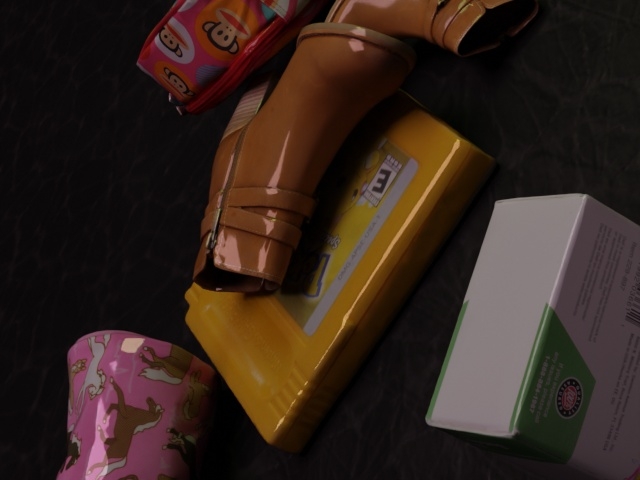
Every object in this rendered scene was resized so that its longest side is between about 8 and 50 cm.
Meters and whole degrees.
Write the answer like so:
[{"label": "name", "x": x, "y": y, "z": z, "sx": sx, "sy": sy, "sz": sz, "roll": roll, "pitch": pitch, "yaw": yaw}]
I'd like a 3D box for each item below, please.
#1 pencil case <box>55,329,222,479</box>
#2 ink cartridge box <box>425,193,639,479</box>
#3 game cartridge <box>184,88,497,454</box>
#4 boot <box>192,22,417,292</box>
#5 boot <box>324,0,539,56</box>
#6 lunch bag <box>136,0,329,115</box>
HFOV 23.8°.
[{"label": "pencil case", "x": -0.199, "y": 0.281, "z": 1.411, "sx": 0.160, "sy": 0.167, "sz": 0.386, "roll": 3, "pitch": 62, "yaw": 11}, {"label": "ink cartridge box", "x": 0.189, "y": 0.083, "z": 0.954, "sx": 0.093, "sy": 0.212, "sz": 0.154, "roll": -4, "pitch": 64, "yaw": 58}, {"label": "game cartridge", "x": 0.000, "y": 0.000, "z": 1.440, "sx": 0.323, "sy": 0.053, "sz": 0.285, "roll": -56, "pitch": 32, "yaw": 7}, {"label": "boot", "x": -0.027, "y": -0.069, "z": 1.381, "sx": 0.283, "sy": 0.109, "sz": 0.220, "roll": -14, "pitch": 54, "yaw": 54}, {"label": "boot", "x": 0.098, "y": -0.205, "z": 1.409, "sx": 0.197, "sy": 0.073, "sz": 0.152, "roll": -39, "pitch": 42, "yaw": 9}, {"label": "lunch bag", "x": -0.064, "y": -0.266, "z": 1.576, "sx": 0.293, "sy": 0.120, "sz": 0.258, "roll": -51, "pitch": 10, "yaw": -25}]
